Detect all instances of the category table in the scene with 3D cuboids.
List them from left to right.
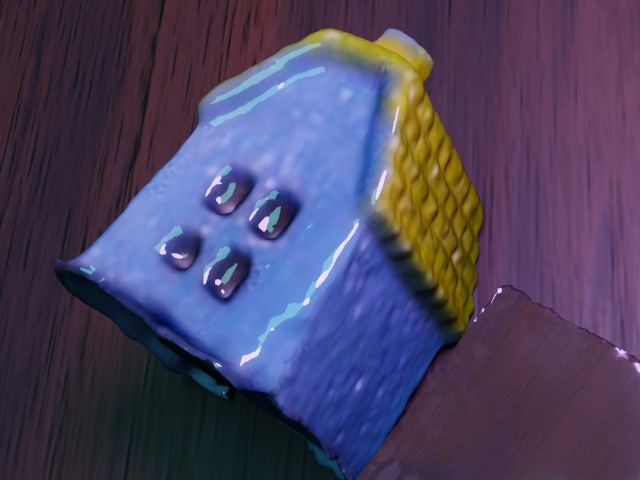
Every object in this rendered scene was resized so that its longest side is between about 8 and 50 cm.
[{"bbox_3d":[0.161,0.170,0.828,0.172,0.193,0.169,32,78,32],"label":"table"}]

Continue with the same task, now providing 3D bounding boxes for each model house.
[{"bbox_3d":[0.000,0.000,0.960,0.215,0.237,0.303,34,80,33],"label":"model house"}]
